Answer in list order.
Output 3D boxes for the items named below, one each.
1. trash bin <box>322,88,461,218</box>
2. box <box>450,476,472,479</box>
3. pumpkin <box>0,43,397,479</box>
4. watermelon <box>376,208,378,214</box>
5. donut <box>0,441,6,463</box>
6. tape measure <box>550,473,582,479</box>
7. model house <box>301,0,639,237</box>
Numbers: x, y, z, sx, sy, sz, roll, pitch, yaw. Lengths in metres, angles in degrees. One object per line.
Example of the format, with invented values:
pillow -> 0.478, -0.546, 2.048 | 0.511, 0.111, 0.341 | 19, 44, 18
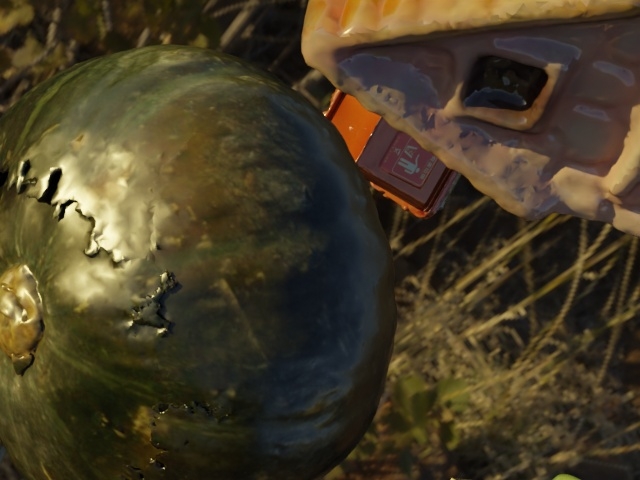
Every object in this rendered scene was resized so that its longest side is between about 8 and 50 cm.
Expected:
trash bin -> 0.105, -0.157, 1.990 | 0.239, 0.161, 0.184 | 22, 11, -45
box -> 0.185, 0.363, 1.679 | 0.020, 0.149, 0.073 | 28, 87, 21
pumpkin -> -0.142, 0.048, 1.109 | 0.344, 0.454, 0.454 | -16, 72, -41
watermelon -> -0.001, 0.004, 2.077 | 0.175, 0.188, 0.322 | -80, 153, -55
donut -> -0.503, 0.248, 1.610 | 0.150, 0.371, 0.307 | 27, 92, -20
tape measure -> 0.387, 0.411, 1.785 | 0.154, 0.177, 0.087 | 46, 75, -19
model house -> 0.127, -0.123, 0.434 | 0.237, 0.237, 0.202 | 16, 51, 0
